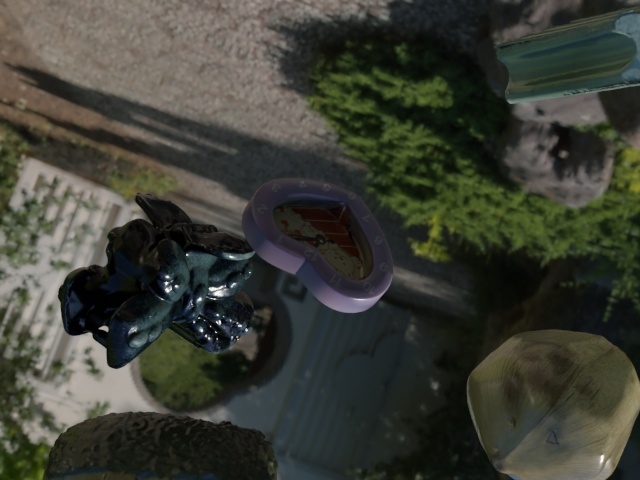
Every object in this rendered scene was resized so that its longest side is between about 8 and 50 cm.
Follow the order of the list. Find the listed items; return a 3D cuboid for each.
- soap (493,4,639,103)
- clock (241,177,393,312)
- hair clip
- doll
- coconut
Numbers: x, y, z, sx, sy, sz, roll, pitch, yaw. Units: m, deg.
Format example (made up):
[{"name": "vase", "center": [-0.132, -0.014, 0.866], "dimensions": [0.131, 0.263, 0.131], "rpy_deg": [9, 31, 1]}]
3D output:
[{"name": "soap", "center": [0.338, -0.217, 1.092], "dimensions": [0.150, 0.094, 0.261], "rpy_deg": [-19, -169, -19]}, {"name": "clock", "center": [0.000, 0.000, 1.165], "dimensions": [0.198, 0.172, 0.064], "rpy_deg": [36, 131, -3]}, {"name": "hair clip", "center": [-0.212, 0.057, 1.327], "dimensions": [0.194, 0.206, 0.310], "rpy_deg": [31, -167, 25]}, {"name": "doll", "center": [-0.236, 0.366, 1.360], "dimensions": [0.349, 0.248, 0.247], "rpy_deg": [-7, 168, 10]}, {"name": "coconut", "center": [0.291, 0.217, 1.186], "dimensions": [0.224, 0.224, 0.224], "rpy_deg": [20, 174, 2]}]
